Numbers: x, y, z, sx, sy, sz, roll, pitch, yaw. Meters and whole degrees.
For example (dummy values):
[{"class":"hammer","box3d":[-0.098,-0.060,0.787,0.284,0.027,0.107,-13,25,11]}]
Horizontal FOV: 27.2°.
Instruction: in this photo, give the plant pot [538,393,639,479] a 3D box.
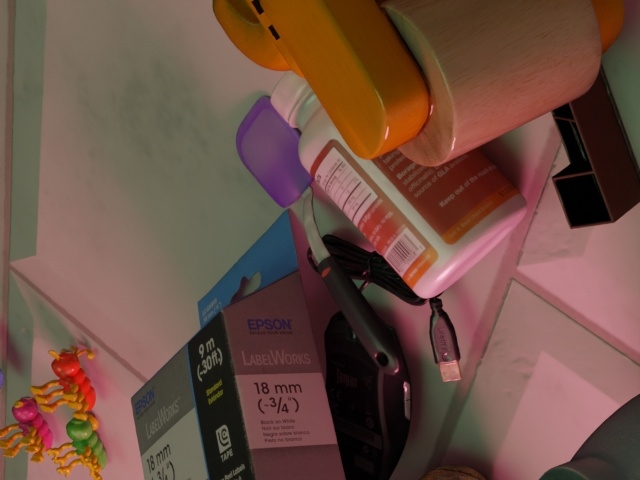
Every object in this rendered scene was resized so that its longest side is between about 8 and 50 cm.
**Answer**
[{"class":"plant pot","box3d":[0.268,0.231,0.936,0.293,0.196,0.293,174,90,-72]}]

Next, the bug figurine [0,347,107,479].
[{"class":"bug figurine","box3d":[-0.378,0.218,1.782,0.279,0.072,0.216,6,126,38]}]

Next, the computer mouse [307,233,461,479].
[{"class":"computer mouse","box3d":[0.076,0.124,1.270,0.184,0.060,0.262,10,110,47]}]

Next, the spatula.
[{"class":"spatula","box3d":[0.000,0.000,1.246,0.084,0.030,0.296,-48,61,42]}]

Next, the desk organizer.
[{"class":"desk organizer","box3d":[0.199,-0.078,1.010,0.047,0.050,0.130,-9,108,48]}]

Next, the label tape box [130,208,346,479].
[{"class":"label tape box","box3d":[-0.094,0.167,1.313,0.240,0.106,0.333,-44,52,50]}]

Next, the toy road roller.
[{"class":"toy road roller","box3d":[0.038,-0.189,0.979,0.329,0.202,0.240,58,157,15]}]

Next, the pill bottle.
[{"class":"pill bottle","box3d":[0.061,-0.067,1.105,0.216,0.121,0.121,49,140,10]}]

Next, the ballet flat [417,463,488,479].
[{"class":"ballet flat","box3d":[0.034,0.353,1.272,0.348,0.123,0.123,-43,80,8]}]
